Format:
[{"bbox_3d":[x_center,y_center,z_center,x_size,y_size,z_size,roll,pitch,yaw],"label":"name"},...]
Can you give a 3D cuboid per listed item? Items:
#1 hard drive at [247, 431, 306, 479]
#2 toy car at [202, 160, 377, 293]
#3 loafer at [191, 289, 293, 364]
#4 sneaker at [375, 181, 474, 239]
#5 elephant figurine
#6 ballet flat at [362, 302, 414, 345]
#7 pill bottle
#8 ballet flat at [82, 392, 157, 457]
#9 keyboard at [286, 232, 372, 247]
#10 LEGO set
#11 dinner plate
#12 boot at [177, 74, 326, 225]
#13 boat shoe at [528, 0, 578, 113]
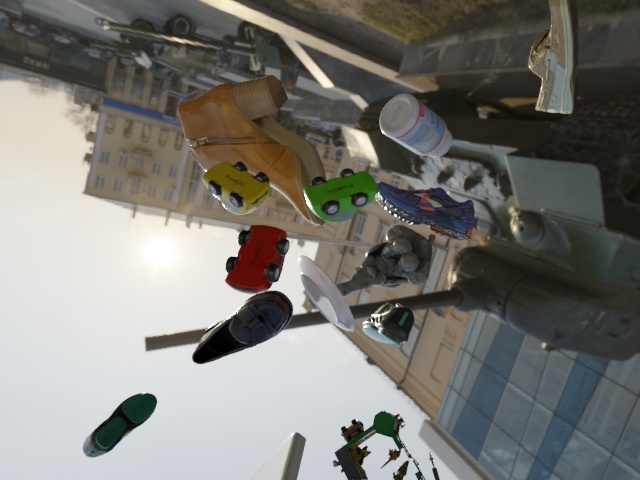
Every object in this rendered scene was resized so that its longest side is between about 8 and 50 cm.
[{"bbox_3d":[-0.146,0.659,1.037,0.047,0.233,0.353,39,-162,-4],"label":"hard drive"},{"bbox_3d":[-0.031,-0.038,0.584,0.225,0.053,0.239,-16,-130,-10],"label":"toy car"},{"bbox_3d":[-0.183,0.213,0.984,0.109,0.303,0.095,53,-145,-6],"label":"loafer"},{"bbox_3d":[0.216,-0.075,0.900,0.221,0.087,0.083,23,170,4],"label":"sneaker"},{"bbox_3d":[0.173,0.068,1.176,0.186,0.239,0.169,27,-133,-29],"label":"elephant figurine"},{"bbox_3d":[0.176,0.205,1.068,0.095,0.096,0.280,33,169,0],"label":"ballet flat"},{"bbox_3d":[0.199,-0.225,0.874,0.160,0.087,0.087,15,-172,-44],"label":"pill bottle"},{"bbox_3d":[-0.425,0.388,0.916,0.070,0.070,0.188,18,-168,13],"label":"ballet flat"},{"bbox_3d":[0.000,0.000,1.071,0.256,0.014,0.072,7,175,-19],"label":"keyboard"},{"bbox_3d":[0.196,0.644,1.174,0.331,0.255,0.192,46,178,36],"label":"LEGO set"},{"bbox_3d":[0.003,0.086,0.666,0.017,0.141,0.141,-35,-148,-18],"label":"dinner plate"},{"bbox_3d":[-0.121,-0.145,0.804,0.211,0.295,0.104,-9,-150,29],"label":"boot"},{"bbox_3d":[0.240,-0.187,0.448,0.045,0.050,0.135,5,142,33],"label":"boat shoe"}]
